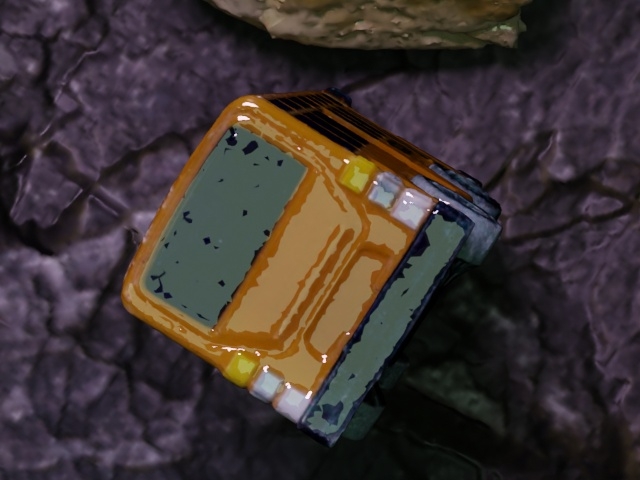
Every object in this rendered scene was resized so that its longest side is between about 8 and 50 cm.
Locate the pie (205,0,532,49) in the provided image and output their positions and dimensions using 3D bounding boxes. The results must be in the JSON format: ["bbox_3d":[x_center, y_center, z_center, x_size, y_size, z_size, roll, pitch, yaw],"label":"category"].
[{"bbox_3d":[0.028,-0.221,0.605,0.338,0.075,0.337,6,125,9],"label":"pie"}]

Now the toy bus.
[{"bbox_3d":[0.000,0.000,0.637,0.114,0.201,0.098,32,99,3],"label":"toy bus"}]
